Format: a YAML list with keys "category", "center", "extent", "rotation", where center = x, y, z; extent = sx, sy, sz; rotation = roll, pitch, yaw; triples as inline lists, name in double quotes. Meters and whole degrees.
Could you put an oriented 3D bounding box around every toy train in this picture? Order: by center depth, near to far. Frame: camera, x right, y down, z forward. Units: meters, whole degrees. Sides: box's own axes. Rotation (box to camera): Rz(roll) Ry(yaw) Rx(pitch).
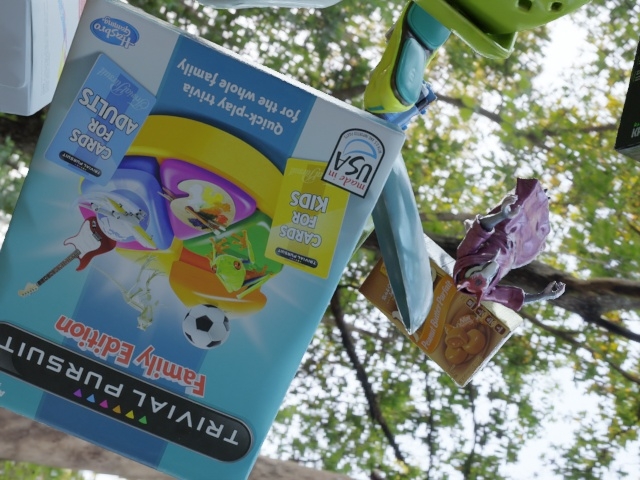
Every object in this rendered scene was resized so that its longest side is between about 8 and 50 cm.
- category: "toy train"
  center: [0.145, -0.255, 1.526]
  extent: [0.184, 0.105, 0.080]
  rotation: [-36, -93, 9]

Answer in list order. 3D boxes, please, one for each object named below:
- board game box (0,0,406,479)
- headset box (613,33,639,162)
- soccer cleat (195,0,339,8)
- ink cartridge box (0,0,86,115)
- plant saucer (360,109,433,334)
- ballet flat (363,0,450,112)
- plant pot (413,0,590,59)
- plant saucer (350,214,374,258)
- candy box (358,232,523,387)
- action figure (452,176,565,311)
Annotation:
- category: "board game box"
  center: [-0.116, 0.013, 0.627]
  extent: [0.079, 0.253, 0.336]
  rotation: [-82, -164, -77]
- category: "headset box"
  center: [0.562, -0.251, 1.050]
  extent: [0.246, 0.131, 0.283]
  rotation: [-7, -116, 69]
- category: "soccer cleat"
  center: [-0.032, -0.234, 0.689]
  extent: [0.196, 0.076, 0.068]
  rotation: [-1, -107, 26]
- category: "ink cartridge box"
  center: [-0.323, -0.214, 0.776]
  extent: [0.176, 0.128, 0.128]
  rotation: [-88, -173, -66]
- category: "plant saucer"
  center: [0.101, -0.030, 1.059]
  extent: [0.043, 0.318, 0.318]
  rotation: [-14, -126, 0]
- category: "ballet flat"
  center: [0.111, -0.251, 1.004]
  extent: [0.077, 0.077, 0.231]
  rotation: [-16, -139, 46]
- category: "plant pot"
  center: [0.214, -0.369, 0.908]
  extent: [0.207, 0.228, 0.227]
  rotation: [-41, -160, 48]
- category: "plant saucer"
  center: [0.000, 0.000, 1.404]
  extent: [0.188, 0.188, 0.045]
  rotation: [-54, -142, 31]
- category: "candy box"
  center: [0.254, 0.139, 1.666]
  extent: [0.316, 0.087, 0.183]
  rotation: [42, -60, 18]
- category: "action figure"
  center: [0.338, 0.013, 1.552]
  extent: [0.275, 0.370, 0.248]
  rotation: [-9, -70, 40]
